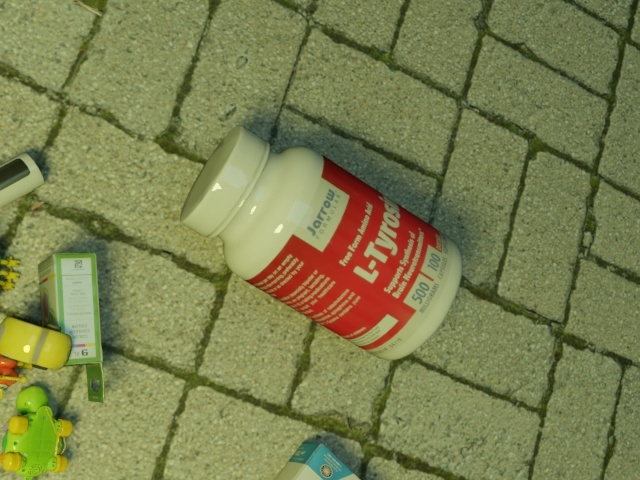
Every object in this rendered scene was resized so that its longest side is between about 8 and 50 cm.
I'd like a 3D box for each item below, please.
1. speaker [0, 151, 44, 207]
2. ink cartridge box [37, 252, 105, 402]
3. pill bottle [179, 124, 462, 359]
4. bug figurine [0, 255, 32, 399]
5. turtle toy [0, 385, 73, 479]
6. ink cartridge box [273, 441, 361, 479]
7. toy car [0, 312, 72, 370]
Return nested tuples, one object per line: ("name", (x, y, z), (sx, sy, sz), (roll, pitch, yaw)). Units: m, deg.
("speaker", (-0.467, -0.070, 1.239), (0.136, 0.055, 0.055), (-35, 97, -26))
("ink cartridge box", (-0.352, 0.127, 1.228), (0.062, 0.109, 0.209), (-2, 83, -28))
("pill bottle", (0.000, 0.000, 1.354), (0.408, 0.229, 0.229), (31, 69, -18))
("bug figurine", (-0.521, 0.104, 1.173), (0.279, 0.072, 0.216), (6, 79, -24))
("turtle toy", (-0.400, 0.267, 1.206), (0.095, 0.066, 0.130), (20, 69, -46))
("ink cartridge box", (-0.022, 0.430, 1.351), (0.139, 0.082, 0.190), (46, 67, -11))
("toy car", (-0.460, 0.087, 1.119), (0.239, 0.053, 0.224), (-15, 88, -14))
